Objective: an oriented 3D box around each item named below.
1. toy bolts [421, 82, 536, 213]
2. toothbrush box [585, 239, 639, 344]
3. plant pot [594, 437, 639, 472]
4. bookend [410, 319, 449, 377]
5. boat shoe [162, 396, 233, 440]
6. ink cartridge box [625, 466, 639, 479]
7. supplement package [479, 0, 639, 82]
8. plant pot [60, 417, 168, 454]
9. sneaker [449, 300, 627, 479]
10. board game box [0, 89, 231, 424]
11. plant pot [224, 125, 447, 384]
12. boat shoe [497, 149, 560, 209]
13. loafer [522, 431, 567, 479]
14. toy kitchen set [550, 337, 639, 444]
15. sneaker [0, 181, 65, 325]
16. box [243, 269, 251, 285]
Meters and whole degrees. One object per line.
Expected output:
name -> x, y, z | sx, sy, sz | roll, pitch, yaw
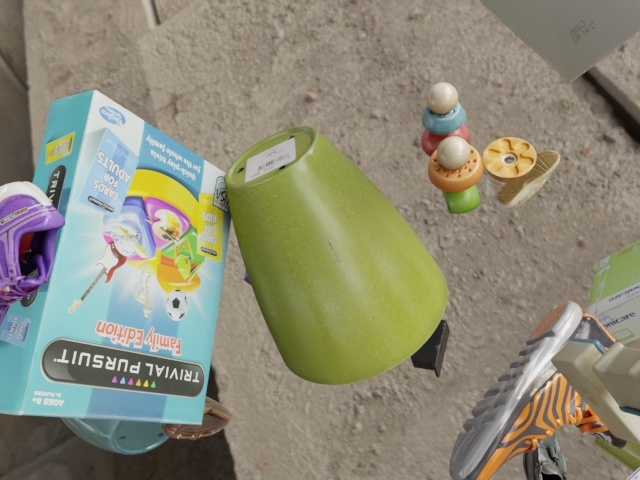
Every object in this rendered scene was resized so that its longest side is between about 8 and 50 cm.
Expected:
toy bolts -> 0.287, -0.204, 1.121 | 0.218, 0.158, 0.228 | -22, 56, 2
toothbrush box -> 0.872, 0.133, 1.608 | 0.206, 0.122, 0.283 | -44, 3, 46
plant pot -> 0.837, 0.491, 1.431 | 0.254, 0.276, 0.276 | 27, 80, 33
bookend -> 0.290, 0.311, 1.734 | 0.156, 0.072, 0.157 | 3, 53, 25
boat shoe -> -0.213, 0.305, 0.998 | 0.073, 0.207, 0.073 | 28, 78, 20
ink cartridge box -> 0.650, 0.517, 1.162 | 0.045, 0.223, 0.224 | 10, 114, 56
supplement package -> 0.303, -0.335, 0.546 | 0.175, 0.177, 0.293 | 44, 87, 2
plant pot -> -0.387, 0.315, 1.187 | 0.290, 0.290, 0.195 | -48, 45, -1
sneaker -> 0.331, 0.249, 0.806 | 0.180, 0.124, 0.321 | 42, 74, 8
board game box -> -0.224, 0.037, 0.689 | 0.079, 0.254, 0.336 | -5, 71, 29
plant pot -> 0.000, 0.000, 0.812 | 0.275, 0.293, 0.275 | -21, 32, 14
boat shoe -> 0.489, -0.139, 1.358 | 0.170, 0.059, 0.063 | -41, 49, 9
loafer -> 0.491, 0.526, 1.238 | 0.084, 0.096, 0.267 | 129, 161, -56
toy kitchen set -> 0.385, 0.125, 0.606 | 0.166, 0.207, 0.122 | -40, 90, -10
sneaker -> -0.270, 0.034, 0.491 | 0.071, 0.068, 0.170 | 37, 109, 15
box -> -0.022, 0.126, 1.172 | 0.057, 0.293, 0.201 | -52, 9, 2
